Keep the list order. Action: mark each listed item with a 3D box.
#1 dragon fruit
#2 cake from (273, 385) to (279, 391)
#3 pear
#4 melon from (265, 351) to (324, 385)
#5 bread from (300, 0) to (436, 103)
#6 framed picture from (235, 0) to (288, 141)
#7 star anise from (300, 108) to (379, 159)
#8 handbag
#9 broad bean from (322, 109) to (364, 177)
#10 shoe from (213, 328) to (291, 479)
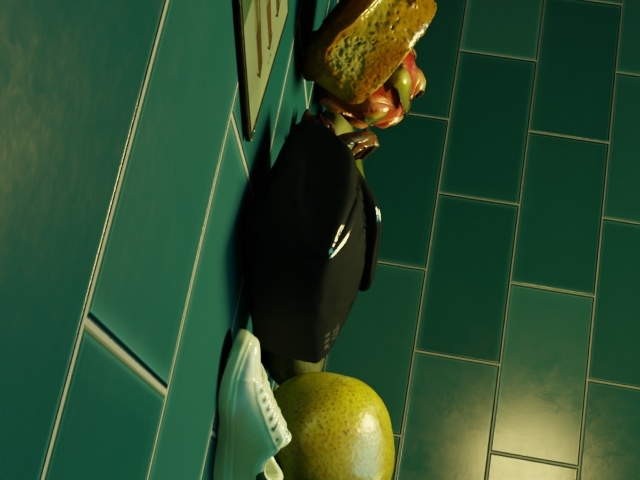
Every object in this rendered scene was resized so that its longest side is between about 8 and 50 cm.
[{"bbox_3d":[0.101,-0.328,1.953,0.227,0.224,0.224,36,61,-63],"label":"dragon fruit"},{"bbox_3d":[-0.083,0.347,2.017,0.121,0.052,0.065,-71,164,-67],"label":"cake"},{"bbox_3d":[-0.005,0.372,1.690,0.294,0.294,0.294,9,90,-85],"label":"pear"},{"bbox_3d":[-0.048,0.211,1.789,0.167,0.114,0.114,93,8,-50],"label":"melon"},{"bbox_3d":[0.079,-0.354,1.626,0.268,0.146,0.268,-49,-168,14],"label":"bread"},{"bbox_3d":[-0.069,-0.313,1.162,0.323,0.013,0.244,90,10,-57],"label":"framed picture"},{"bbox_3d":[0.009,-0.120,1.651,0.346,0.148,0.237,117,-18,-73],"label":"star anise"},{"bbox_3d":[0.003,0.002,1.440,0.301,0.178,0.275,92,19,-51],"label":"handbag"},{"bbox_3d":[0.044,-0.172,2.119,0.189,0.121,0.263,-81,175,-53],"label":"broad bean"},{"bbox_3d":[-0.091,0.252,1.398,0.095,0.110,0.264,-69,170,-63],"label":"shoe"}]
